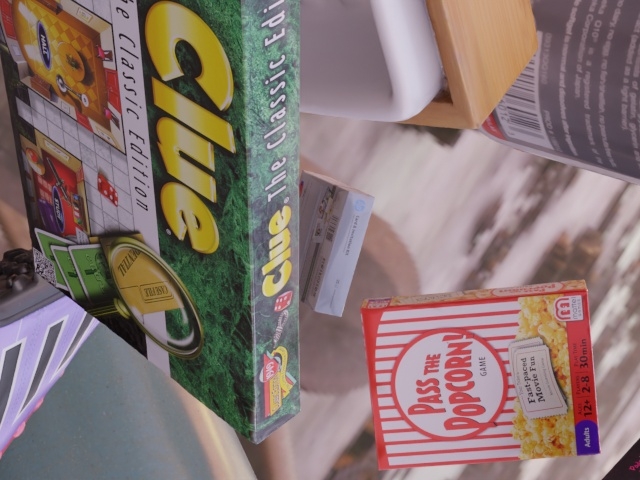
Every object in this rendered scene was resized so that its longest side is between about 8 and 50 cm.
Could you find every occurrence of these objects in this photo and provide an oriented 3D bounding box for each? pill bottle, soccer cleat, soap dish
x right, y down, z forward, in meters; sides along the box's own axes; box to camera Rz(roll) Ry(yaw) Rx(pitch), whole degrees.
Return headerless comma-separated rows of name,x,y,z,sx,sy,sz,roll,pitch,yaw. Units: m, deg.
pill bottle,0.292,-0.128,1.035,0.210,0.363,0.210,-25,125,-42
soccer cleat,-0.223,0.106,0.832,0.318,0.116,0.108,-38,-160,-31
soap dish,0.004,-0.193,0.913,0.118,0.291,0.229,-25,109,-26

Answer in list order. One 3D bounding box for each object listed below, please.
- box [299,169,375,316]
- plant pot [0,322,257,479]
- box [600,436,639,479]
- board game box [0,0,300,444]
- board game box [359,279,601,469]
box,0.000,0.000,1.731,0.186,0.038,0.145,-152,-103,-69
plant pot,-0.200,0.246,1.335,0.341,0.334,0.341,-17,149,-11
box,0.258,0.265,1.065,0.247,0.142,0.163,-34,129,-40
board game box,-0.062,-0.055,0.494,0.030,0.136,0.260,-37,144,-34
board game box,0.138,0.116,1.255,0.045,0.193,0.147,-59,143,-77
